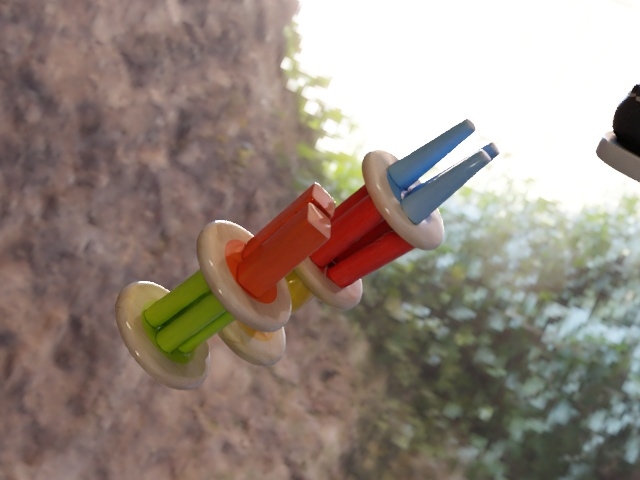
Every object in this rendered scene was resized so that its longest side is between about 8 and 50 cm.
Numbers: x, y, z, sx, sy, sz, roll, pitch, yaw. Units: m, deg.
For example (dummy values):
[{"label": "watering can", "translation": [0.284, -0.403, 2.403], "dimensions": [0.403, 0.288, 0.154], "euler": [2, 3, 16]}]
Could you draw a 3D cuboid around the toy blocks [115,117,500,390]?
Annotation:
[{"label": "toy blocks", "translation": [0.000, 0.000, 0.597], "dimensions": [0.148, 0.054, 0.123], "euler": [-37, -12, 24]}]

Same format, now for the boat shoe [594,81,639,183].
[{"label": "boat shoe", "translation": [0.260, -0.036, 0.540], "dimensions": [0.114, 0.302, 0.091], "euler": [-29, -51, -63]}]
